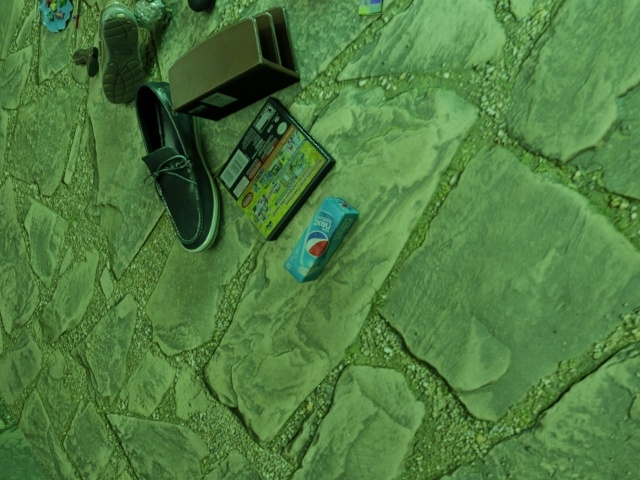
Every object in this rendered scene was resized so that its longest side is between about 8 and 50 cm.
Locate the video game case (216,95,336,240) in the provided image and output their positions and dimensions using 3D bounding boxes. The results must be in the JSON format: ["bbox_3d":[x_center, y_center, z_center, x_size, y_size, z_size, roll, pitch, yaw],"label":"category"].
[{"bbox_3d":[-0.123,-0.180,1.259,0.248,0.035,0.275,49,116,20],"label":"video game case"}]

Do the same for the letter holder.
[{"bbox_3d":[-0.230,-0.462,1.238,0.302,0.152,0.214,-14,84,33],"label":"letter holder"}]

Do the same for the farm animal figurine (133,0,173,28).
[{"bbox_3d":[-0.471,-0.808,1.349,0.327,0.172,0.330,-32,77,30],"label":"farm animal figurine"}]

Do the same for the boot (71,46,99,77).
[{"bbox_3d":[-0.792,-0.592,1.651,0.114,0.037,0.106,5,83,29],"label":"boot"}]

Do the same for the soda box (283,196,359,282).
[{"bbox_3d":[0.000,0.000,1.171,0.067,0.071,0.210,42,114,23],"label":"soda box"}]

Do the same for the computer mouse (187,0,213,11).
[{"bbox_3d":[-0.285,-0.721,1.297,0.242,0.071,0.041,-63,24,16],"label":"computer mouse"}]

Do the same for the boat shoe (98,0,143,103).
[{"bbox_3d":[-0.592,-0.552,1.453,0.116,0.123,0.324,63,144,28],"label":"boat shoe"}]

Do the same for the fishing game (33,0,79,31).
[{"bbox_3d":[-0.929,-0.827,1.720,0.264,0.041,0.189,20,104,28],"label":"fishing game"}]

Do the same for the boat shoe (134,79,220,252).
[{"bbox_3d":[-0.407,-0.207,1.369,0.187,0.156,0.499,-12,89,31],"label":"boat shoe"}]

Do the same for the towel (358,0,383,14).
[{"bbox_3d":[0.113,-0.545,1.094,0.060,0.009,0.083,11,99,31],"label":"towel"}]
